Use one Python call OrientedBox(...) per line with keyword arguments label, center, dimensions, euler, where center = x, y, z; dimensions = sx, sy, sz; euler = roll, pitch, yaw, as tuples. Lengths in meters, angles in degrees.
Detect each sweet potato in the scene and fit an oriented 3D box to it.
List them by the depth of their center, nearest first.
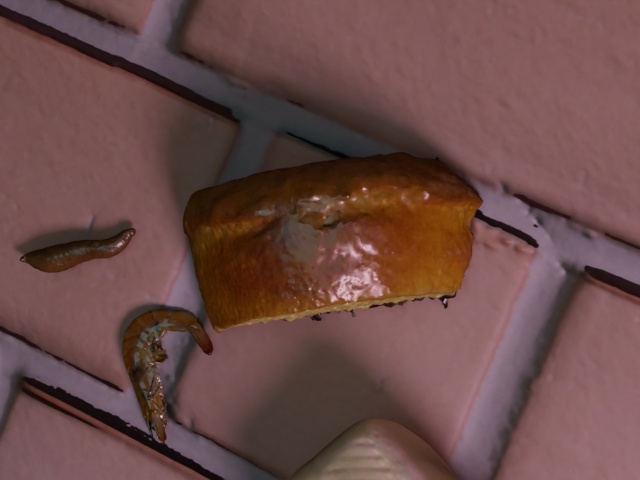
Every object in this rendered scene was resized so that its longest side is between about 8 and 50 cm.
OrientedBox(label="sweet potato", center=(-0.211, 0.011, 1.619), dimensions=(0.115, 0.026, 0.026), euler=(-11, 81, 19))

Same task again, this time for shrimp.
OrientedBox(label="shrimp", center=(-0.126, 0.112, 1.575), dimensions=(0.083, 0.023, 0.114), euler=(-15, 76, 18))

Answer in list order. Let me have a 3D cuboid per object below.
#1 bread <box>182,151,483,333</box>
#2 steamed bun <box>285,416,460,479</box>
OrientedBox(label="bread", center=(-0.008, 0.000, 1.476), dimensions=(0.260, 0.134, 0.129), euler=(-10, 83, 22))
OrientedBox(label="steamed bun", center=(0.072, 0.262, 1.420), dimensions=(0.170, 0.152, 0.238), euler=(-42, 56, 21))
